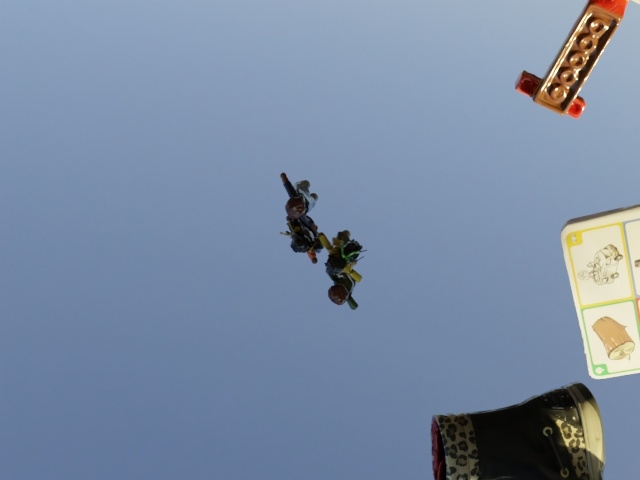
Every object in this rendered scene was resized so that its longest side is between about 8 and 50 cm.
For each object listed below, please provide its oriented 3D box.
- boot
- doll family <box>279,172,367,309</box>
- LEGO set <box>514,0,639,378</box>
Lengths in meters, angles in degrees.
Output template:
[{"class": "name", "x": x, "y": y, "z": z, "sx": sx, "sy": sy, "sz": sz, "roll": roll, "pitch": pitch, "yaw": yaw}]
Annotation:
[{"class": "boot", "x": 0.214, "y": 0.277, "z": 0.915, "sx": 0.178, "sy": 0.236, "sz": 0.085, "roll": -7, "pitch": -172, "yaw": -8}, {"class": "doll family", "x": 0.000, "y": 0.000, "z": 1.089, "sx": 0.193, "sy": 0.076, "sz": 0.111, "roll": 46, "pitch": -161, "yaw": -4}, {"class": "LEGO set", "x": 0.165, "y": -0.074, "z": 0.316, "sx": 0.182, "sy": 0.244, "sz": 0.060, "roll": -14, "pitch": -156, "yaw": 14}]
